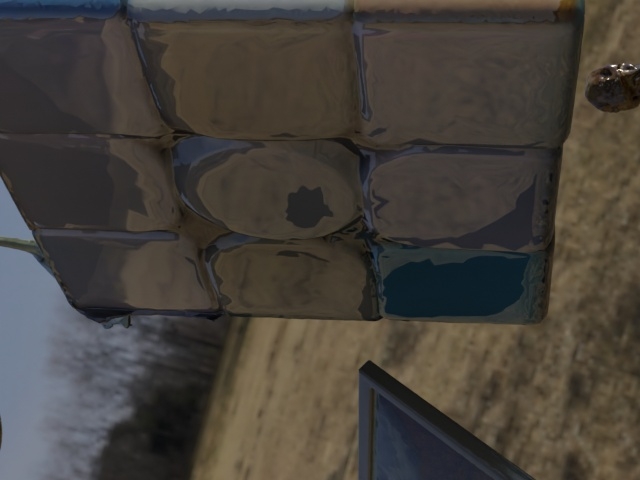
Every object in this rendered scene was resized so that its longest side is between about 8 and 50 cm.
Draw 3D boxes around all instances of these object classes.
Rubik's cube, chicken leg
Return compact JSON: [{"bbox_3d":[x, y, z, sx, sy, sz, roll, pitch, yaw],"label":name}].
[{"bbox_3d":[-0.014,-0.168,0.876,0.346,0.347,0.344,83,-171,-61],"label":"Rubik's cube"},{"bbox_3d":[0.375,-0.177,1.299,0.107,0.251,0.087,19,-122,-53],"label":"chicken leg"}]

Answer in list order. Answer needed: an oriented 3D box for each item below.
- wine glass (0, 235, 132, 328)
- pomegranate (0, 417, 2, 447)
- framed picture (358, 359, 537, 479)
[{"bbox_3d":[-0.312,0.006,1.432,0.156,0.232,0.156,-17,68,49],"label":"wine glass"},{"bbox_3d":[-0.437,0.228,1.433,0.202,0.202,0.248,113,144,-54],"label":"pomegranate"},{"bbox_3d":[0.099,0.204,0.990,0.016,0.184,0.250,-42,-26,-26],"label":"framed picture"}]
